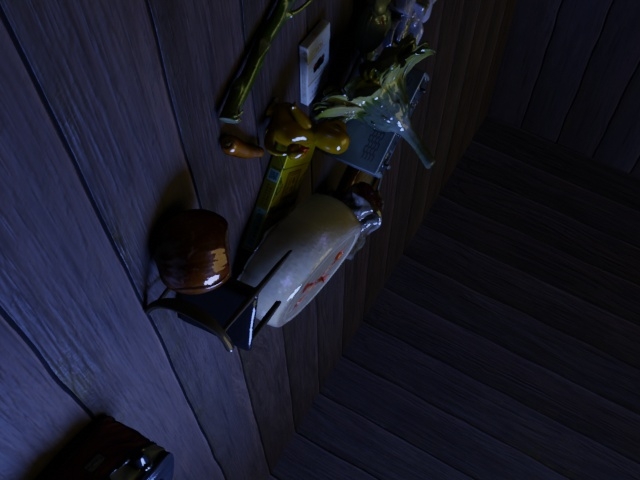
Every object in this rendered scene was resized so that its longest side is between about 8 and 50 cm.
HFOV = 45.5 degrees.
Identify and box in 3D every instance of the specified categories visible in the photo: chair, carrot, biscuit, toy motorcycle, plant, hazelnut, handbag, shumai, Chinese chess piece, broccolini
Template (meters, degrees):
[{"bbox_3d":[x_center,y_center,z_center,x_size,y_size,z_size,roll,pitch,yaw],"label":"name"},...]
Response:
[{"bbox_3d":[-0.198,0.119,1.489,0.272,0.188,0.166,-51,160,-49],"label":"chair"},{"bbox_3d":[-0.146,-0.174,1.462,0.037,0.037,0.190,-65,168,6],"label":"carrot"},{"bbox_3d":[0.118,-0.161,2.324,0.318,0.040,0.318,-58,165,-26],"label":"biscuit"},{"bbox_3d":[0.230,-0.611,1.842,0.223,0.107,0.341,-15,123,-62],"label":"toy motorcycle"},{"bbox_3d":[0.156,-0.328,1.701,0.306,0.296,0.261,133,-22,-69],"label":"plant"},{"bbox_3d":[-0.225,0.019,1.346,0.143,0.143,0.154,-44,142,-51],"label":"hazelnut"},{"bbox_3d":[-0.391,0.458,1.392,0.254,0.181,0.181,-48,158,-47],"label":"handbag"},{"bbox_3d":[0.096,-0.044,2.038,0.184,0.185,0.218,-52,127,-30],"label":"shumai"},{"bbox_3d":[-0.049,0.045,1.791,0.338,0.140,0.338,-47,170,-11],"label":"Chinese chess piece"},{"bbox_3d":[-0.059,-0.370,1.340,0.392,0.074,0.079,-64,158,-3],"label":"broccolini"}]

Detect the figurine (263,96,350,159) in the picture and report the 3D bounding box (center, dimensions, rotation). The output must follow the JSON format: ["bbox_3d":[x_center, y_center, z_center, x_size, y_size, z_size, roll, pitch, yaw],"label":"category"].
[{"bbox_3d":[-0.030,-0.203,1.508,0.121,0.176,0.122,92,12,-53],"label":"figurine"}]

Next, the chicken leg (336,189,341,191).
[{"bbox_3d":[0.000,0.000,2.131,0.113,0.093,0.304,34,78,-62],"label":"chicken leg"}]

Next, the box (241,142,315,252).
[{"bbox_3d":[-0.090,-0.115,1.723,0.153,0.041,0.279,-27,142,-64],"label":"box"}]

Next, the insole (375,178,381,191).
[{"bbox_3d":[0.215,-0.269,2.399,0.119,0.009,0.349,80,27,-78],"label":"insole"}]

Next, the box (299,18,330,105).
[{"bbox_3d":[-0.012,-0.369,1.592,0.090,0.024,0.167,-55,163,-27],"label":"box"}]

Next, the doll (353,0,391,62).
[{"bbox_3d":[0.118,-0.488,1.739,0.214,0.071,0.104,97,17,-65],"label":"doll"}]

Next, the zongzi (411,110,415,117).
[{"bbox_3d":[0.212,-0.381,2.200,0.184,0.084,0.187,-58,160,-22],"label":"zongzi"}]

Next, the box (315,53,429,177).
[{"bbox_3d":[0.126,-0.301,1.825,0.045,0.210,0.270,23,92,-62],"label":"box"}]
